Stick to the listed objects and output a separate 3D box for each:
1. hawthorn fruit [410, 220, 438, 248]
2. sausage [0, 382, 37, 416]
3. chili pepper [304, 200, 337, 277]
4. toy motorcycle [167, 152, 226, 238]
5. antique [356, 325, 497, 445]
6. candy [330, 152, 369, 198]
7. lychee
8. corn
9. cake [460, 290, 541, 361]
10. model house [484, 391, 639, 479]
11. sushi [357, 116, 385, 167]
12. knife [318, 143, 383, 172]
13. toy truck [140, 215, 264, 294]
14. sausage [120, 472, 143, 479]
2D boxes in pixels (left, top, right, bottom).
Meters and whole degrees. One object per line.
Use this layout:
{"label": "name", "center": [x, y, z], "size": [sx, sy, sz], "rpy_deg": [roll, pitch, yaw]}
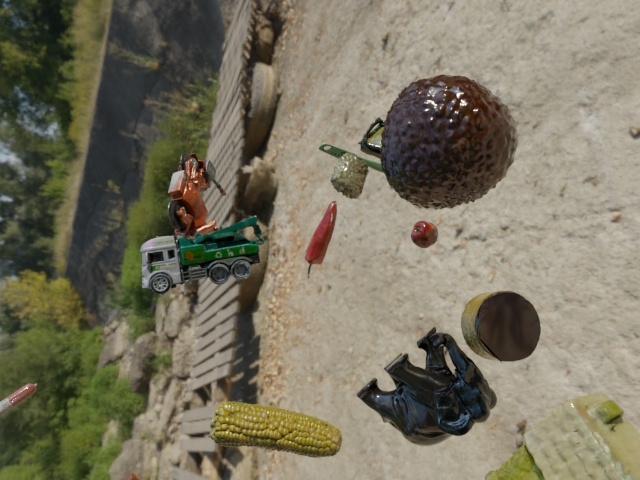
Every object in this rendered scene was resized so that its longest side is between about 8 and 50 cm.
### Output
{"label": "hawthorn fruit", "center": [0.320, -0.022, 1.595], "size": [0.093, 0.093, 0.093], "rpy_deg": [-43, 40, 51]}
{"label": "sausage", "center": [-0.751, 0.400, 1.164], "size": [0.223, 0.029, 0.029], "rpy_deg": [-37, 4, -31]}
{"label": "chili pepper", "center": [0.000, 0.000, 1.656], "size": [0.071, 0.064, 0.272], "rpy_deg": [37, 112, 45]}
{"label": "toy motorcycle", "center": [-0.416, -0.132, 1.687], "size": [0.148, 0.221, 0.325], "rpy_deg": [-11, 50, 15]}
{"label": "antique", "center": [0.288, 0.401, 1.345], "size": [0.255, 0.185, 0.322], "rpy_deg": [48, 122, 15]}
{"label": "candy", "center": [0.078, -0.167, 1.337], "size": [0.085, 0.095, 0.110], "rpy_deg": [-45, 17, 52]}
{"label": "lychee", "center": [0.237, -0.176, 0.953], "size": [0.260, 0.261, 0.260], "rpy_deg": [-43, 40, 51]}
{"label": "corn", "center": [-0.098, 0.418, 1.119], "size": [0.101, 0.292, 0.101], "rpy_deg": [9, -90, -86]}
{"label": "cake", "center": [0.465, 0.233, 1.385], "size": [0.178, 0.208, 0.185], "rpy_deg": [147, 111, -68]}
{"label": "model house", "center": [0.370, 0.345, 0.705], "size": [0.193, 0.175, 0.234], "rpy_deg": [-112, 22, -46]}
{"label": "sushi", "center": [0.250, -0.224, 1.373], "size": [0.139, 0.291, 0.131], "rpy_deg": [-55, -9, -19]}
{"label": "knife", "center": [0.133, -0.268, 1.733], "size": [0.020, 0.293, 0.043], "rpy_deg": [-93, 24, -67]}
{"label": "toy truck", "center": [-0.340, 0.049, 1.498], "size": [0.176, 0.364, 0.177], "rpy_deg": [169, 88, -79]}
{"label": "sausage", "center": [-0.190, 0.277, 0.456], "size": [0.039, 0.041, 0.131], "rpy_deg": [119, 171, -67]}
